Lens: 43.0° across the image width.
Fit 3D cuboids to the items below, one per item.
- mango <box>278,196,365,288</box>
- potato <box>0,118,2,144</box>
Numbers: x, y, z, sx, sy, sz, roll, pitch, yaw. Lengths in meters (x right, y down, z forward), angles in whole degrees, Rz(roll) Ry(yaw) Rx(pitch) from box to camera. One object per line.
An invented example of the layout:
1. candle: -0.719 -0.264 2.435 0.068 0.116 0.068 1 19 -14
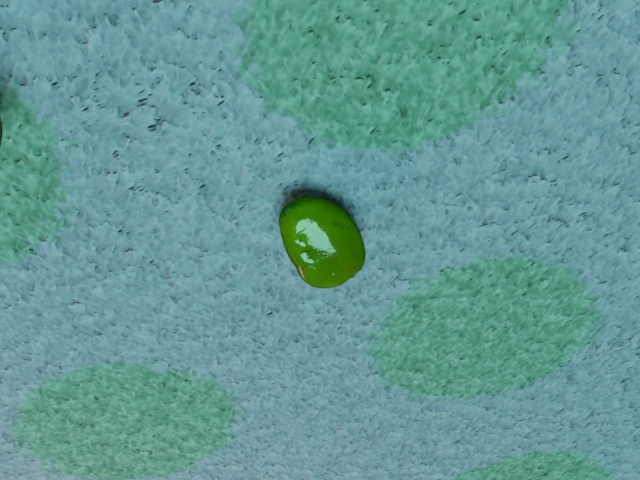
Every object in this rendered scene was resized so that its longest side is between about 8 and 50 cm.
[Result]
1. mango: 0.000 0.000 0.775 0.073 0.056 0.108 -31 129 14
2. potato: -0.305 -0.098 0.592 0.112 0.112 0.147 -36 137 25
